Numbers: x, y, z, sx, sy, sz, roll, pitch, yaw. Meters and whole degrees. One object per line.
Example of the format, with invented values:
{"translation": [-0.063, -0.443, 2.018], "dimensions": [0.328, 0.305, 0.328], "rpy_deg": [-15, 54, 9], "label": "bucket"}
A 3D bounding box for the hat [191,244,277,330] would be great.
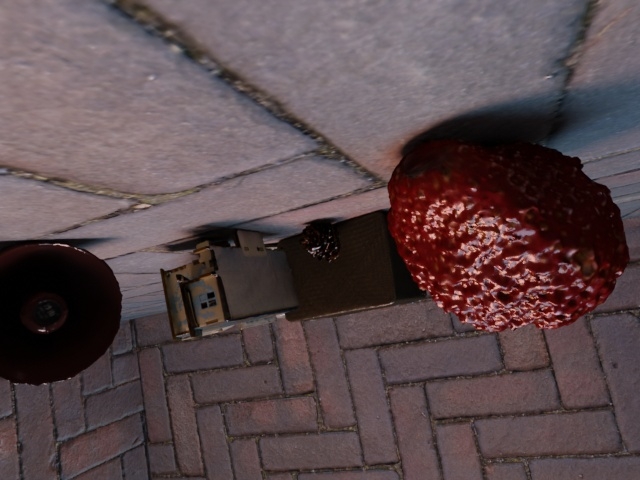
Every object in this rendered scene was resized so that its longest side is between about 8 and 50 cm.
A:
{"translation": [-0.183, 0.115, 1.093], "dimensions": [0.302, 0.167, 0.258], "rpy_deg": [-13, 176, -12], "label": "hat"}

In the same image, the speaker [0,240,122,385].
{"translation": [-0.485, 0.145, 0.718], "dimensions": [0.330, 0.259, 0.198], "rpy_deg": [-13, 139, 44], "label": "speaker"}

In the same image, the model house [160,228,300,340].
{"translation": [-0.195, 0.089, 0.840], "dimensions": [0.207, 0.178, 0.271], "rpy_deg": [-21, 171, 24], "label": "model house"}

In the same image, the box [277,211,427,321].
{"translation": [0.058, 0.060, 0.961], "dimensions": [0.273, 0.184, 0.143], "rpy_deg": [-17, 166, 35], "label": "box"}

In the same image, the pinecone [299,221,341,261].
{"translation": [0.000, 0.000, 0.864], "dimensions": [0.083, 0.077, 0.077], "rpy_deg": [16, 158, -33], "label": "pinecone"}

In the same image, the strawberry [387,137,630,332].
{"translation": [0.202, -0.002, 0.558], "dimensions": [0.258, 0.260, 0.261], "rpy_deg": [-13, 175, -33], "label": "strawberry"}

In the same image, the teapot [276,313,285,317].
{"translation": [-0.084, 0.133, 1.294], "dimensions": [0.163, 0.178, 0.222], "rpy_deg": [-17, 170, 43], "label": "teapot"}
